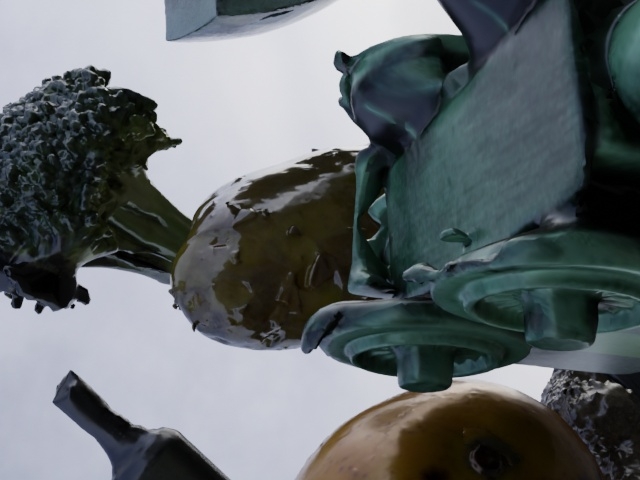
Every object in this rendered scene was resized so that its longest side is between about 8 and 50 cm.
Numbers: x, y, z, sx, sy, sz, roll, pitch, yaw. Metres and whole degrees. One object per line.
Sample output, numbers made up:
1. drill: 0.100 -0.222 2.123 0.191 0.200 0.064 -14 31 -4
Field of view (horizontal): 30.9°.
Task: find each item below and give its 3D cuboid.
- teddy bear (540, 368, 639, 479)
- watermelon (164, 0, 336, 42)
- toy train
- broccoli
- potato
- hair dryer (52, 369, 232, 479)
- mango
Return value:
1. teddy bear: 0.227 0.120 0.873 0.182 0.129 0.251 52 -140 -3
2. watermelon: -0.059 -0.313 1.062 0.320 0.289 0.213 -44 -60 -10
3. toy train: 0.127 -0.019 0.491 0.238 0.299 0.166 8 -105 -17
4. broccoli: -0.220 -0.023 1.095 0.243 0.263 0.246 29 -130 -37
5. potato: 0.000 0.000 0.907 0.296 0.192 0.141 -31 -56 -53
6. hair dryer: -0.028 0.155 0.470 0.248 0.195 0.078 45 -158 -3
7. mango: 0.078 0.181 0.646 0.191 0.160 0.290 -57 -31 -16
